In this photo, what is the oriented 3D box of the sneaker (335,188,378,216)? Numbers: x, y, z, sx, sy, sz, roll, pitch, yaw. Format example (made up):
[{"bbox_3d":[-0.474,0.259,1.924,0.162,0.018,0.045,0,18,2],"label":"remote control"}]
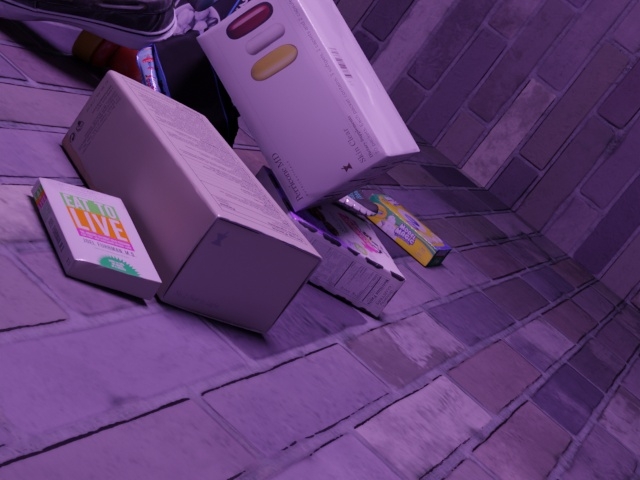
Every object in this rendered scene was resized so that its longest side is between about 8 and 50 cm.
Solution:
[{"bbox_3d":[0.041,-0.097,1.976,0.166,0.076,0.065,31,-5,-30],"label":"sneaker"}]

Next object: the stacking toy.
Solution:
[{"bbox_3d":[-0.208,-0.344,1.804,0.130,0.309,0.279,45,3,-2],"label":"stacking toy"}]

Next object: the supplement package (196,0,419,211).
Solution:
[{"bbox_3d":[-0.011,-0.190,1.568,0.261,0.145,0.204,60,17,3],"label":"supplement package"}]

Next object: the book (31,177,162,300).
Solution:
[{"bbox_3d":[-0.222,-0.002,1.156,0.096,0.035,0.144,20,23,-39],"label":"book"}]

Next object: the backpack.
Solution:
[{"bbox_3d":[-0.178,-0.187,1.639,0.173,0.117,0.158,91,-18,-73],"label":"backpack"}]

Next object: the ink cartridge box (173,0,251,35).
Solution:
[{"bbox_3d":[-0.205,-0.480,2.362,0.045,0.208,0.206,43,15,34],"label":"ink cartridge box"}]

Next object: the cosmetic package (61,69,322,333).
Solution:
[{"bbox_3d":[-0.149,-0.047,1.304,0.160,0.113,0.309,24,20,-43],"label":"cosmetic package"}]

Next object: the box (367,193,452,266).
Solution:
[{"bbox_3d":[0.144,-0.027,2.097,0.179,0.043,0.105,39,14,15],"label":"box"}]

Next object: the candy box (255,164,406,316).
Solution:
[{"bbox_3d":[0.000,0.000,1.597,0.196,0.070,0.165,28,16,-30],"label":"candy box"}]

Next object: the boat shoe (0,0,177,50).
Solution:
[{"bbox_3d":[-0.352,-0.363,1.600,0.335,0.119,0.121,14,54,-2],"label":"boat shoe"}]
